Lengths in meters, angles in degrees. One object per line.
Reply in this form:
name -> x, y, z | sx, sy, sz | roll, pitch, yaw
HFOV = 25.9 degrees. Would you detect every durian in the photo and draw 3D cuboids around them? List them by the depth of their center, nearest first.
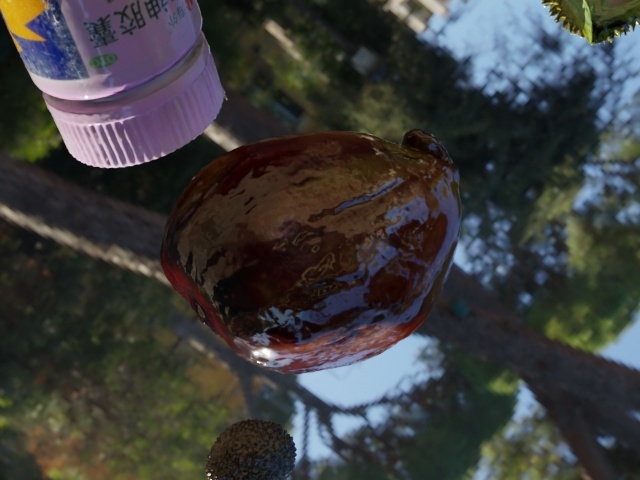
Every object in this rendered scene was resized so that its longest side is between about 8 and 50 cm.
durian -> 0.279, -0.290, 1.436 | 0.137, 0.221, 0.095 | -19, 159, -9

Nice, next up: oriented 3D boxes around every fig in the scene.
fig -> -0.007, 0.010, 1.176 | 0.263, 0.224, 0.224 | -10, -150, 14

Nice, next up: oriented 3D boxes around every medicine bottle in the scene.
medicine bottle -> -0.212, -0.230, 1.309 | 0.178, 0.290, 0.178 | -11, -143, 9

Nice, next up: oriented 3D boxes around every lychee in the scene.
lychee -> -0.053, 0.170, 1.059 | 0.083, 0.068, 0.067 | 117, -24, -56
